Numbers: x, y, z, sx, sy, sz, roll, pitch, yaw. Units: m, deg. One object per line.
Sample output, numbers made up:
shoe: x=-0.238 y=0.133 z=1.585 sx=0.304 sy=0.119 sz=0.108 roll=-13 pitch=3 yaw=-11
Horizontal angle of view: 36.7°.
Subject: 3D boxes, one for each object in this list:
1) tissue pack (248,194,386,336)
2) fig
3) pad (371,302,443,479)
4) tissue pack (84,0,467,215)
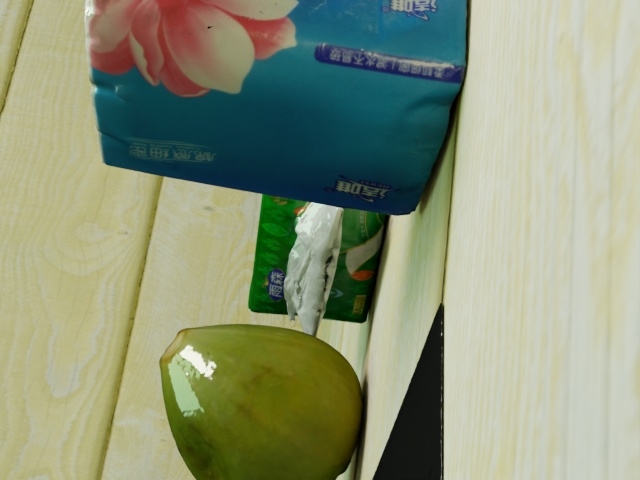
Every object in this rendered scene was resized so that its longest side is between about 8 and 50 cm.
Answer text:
tissue pack: x=-0.001 y=-0.001 z=1.125 sx=0.156 sy=0.148 sz=0.209 roll=-83 pitch=2 yaw=-55
fig: x=-0.070 y=0.195 z=1.065 sx=0.207 sy=0.230 sz=0.207 roll=-172 pitch=90 yaw=-88
pad: x=0.054 y=0.182 z=0.657 sx=0.265 sy=0.009 sz=0.160 roll=102 pitch=177 yaw=-48
tissue pack: x=-0.036 y=-0.121 z=0.750 sx=0.209 sy=0.269 sz=0.137 roll=107 pitch=171 yaw=-60
